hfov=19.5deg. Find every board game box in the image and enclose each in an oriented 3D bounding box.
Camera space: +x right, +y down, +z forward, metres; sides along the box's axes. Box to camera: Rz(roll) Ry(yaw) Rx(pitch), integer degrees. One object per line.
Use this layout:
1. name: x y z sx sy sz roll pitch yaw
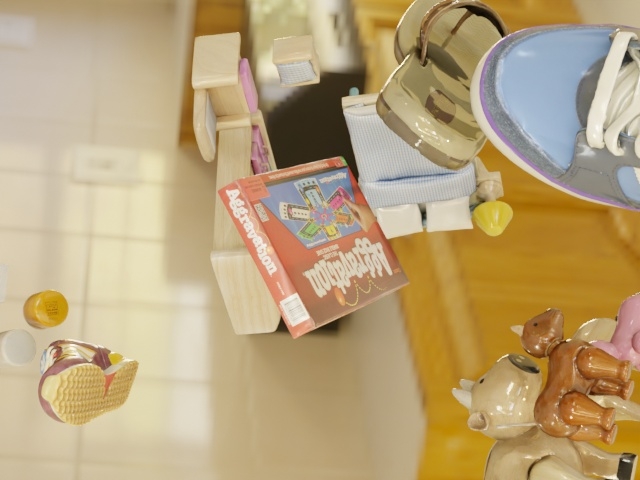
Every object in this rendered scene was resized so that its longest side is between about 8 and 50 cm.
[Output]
1. board game box: 0.000 0.000 1.718 0.145 0.027 0.281 63 20 3

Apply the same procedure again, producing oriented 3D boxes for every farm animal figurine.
1. farm animal figurine: 0.209 0.189 1.735 0.330 0.172 0.327 9 95 -69

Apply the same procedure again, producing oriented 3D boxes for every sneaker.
1. sneaker: 0.260 -0.087 1.172 0.236 0.322 0.130 95 17 -77
2. sneaker: -0.252 0.137 1.853 0.185 0.084 0.070 8 102 -73

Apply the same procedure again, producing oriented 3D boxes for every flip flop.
1. flip flop: 0.109 -0.141 1.449 0.080 0.112 0.277 -58 -179 26

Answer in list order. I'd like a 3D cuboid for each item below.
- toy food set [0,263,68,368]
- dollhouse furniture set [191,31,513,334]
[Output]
1. toy food set: -0.388 0.079 1.925 0.104 0.232 0.111 -13 -110 57
2. dollhouse furniture set: 0.041 -0.062 1.932 0.286 0.303 0.198 75 11 -51
